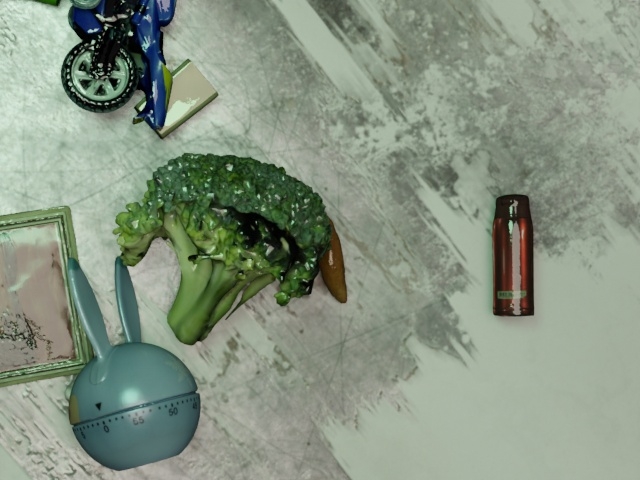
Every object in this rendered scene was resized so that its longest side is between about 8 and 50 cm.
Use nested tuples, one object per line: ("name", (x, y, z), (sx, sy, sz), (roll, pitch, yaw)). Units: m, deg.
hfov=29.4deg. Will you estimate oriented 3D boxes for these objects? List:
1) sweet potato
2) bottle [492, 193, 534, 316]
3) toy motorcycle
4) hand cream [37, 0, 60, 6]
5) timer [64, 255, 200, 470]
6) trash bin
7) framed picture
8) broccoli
("sweet potato", (0.004, -0.001, 1.596), (0.044, 0.044, 0.179), (-22, 95, -12))
("bottle", (0.260, 0.019, 1.644), (0.060, 0.060, 0.164), (0, 89, -13))
("toy motorcycle", (-0.226, -0.296, 1.508), (0.169, 0.113, 0.315), (6, 81, -12))
("hand cream", (-0.448, -0.359, 1.501), (0.275, 0.050, 0.079), (19, 58, -7))
("timer", (-0.254, 0.164, 1.488), (0.175, 0.175, 0.255), (-36, 78, -11))
("trash bin", (-0.184, -0.178, 1.553), (0.092, 0.043, 0.061), (-42, 98, -9))
("framed picture", (-0.429, 0.080, 1.507), (0.273, 0.016, 0.216), (-10, 91, -13))
("broccoli", (-0.120, 0.020, 1.487), (0.263, 0.247, 0.243), (-6, 129, -48))
